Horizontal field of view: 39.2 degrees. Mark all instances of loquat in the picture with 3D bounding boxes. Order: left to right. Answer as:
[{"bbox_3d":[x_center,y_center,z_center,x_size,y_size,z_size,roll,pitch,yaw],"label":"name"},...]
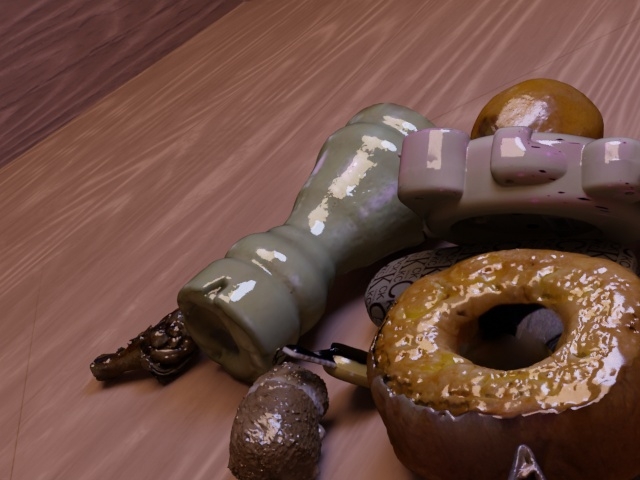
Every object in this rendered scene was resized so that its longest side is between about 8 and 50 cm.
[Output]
[{"bbox_3d":[0.336,-0.162,1.415,0.234,0.176,0.187,-25,9,-15],"label":"loquat"}]

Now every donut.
[{"bbox_3d":[0.208,0.136,0.930,0.317,0.150,0.299,-23,36,7],"label":"donut"}]

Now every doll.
[{"bbox_3d":[-0.052,0.230,1.028,0.105,0.115,0.221,-17,34,22],"label":"doll"}]

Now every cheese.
[{"bbox_3d":[0.024,0.149,1.081,0.086,0.162,0.036,26,93,53],"label":"cheese"}]

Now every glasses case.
[{"bbox_3d":[0.225,0.060,1.156,0.355,0.085,0.137,-6,27,29],"label":"glasses case"}]

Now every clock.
[{"bbox_3d":[0.281,-0.059,1.170,0.309,0.284,0.114,-1,72,29],"label":"clock"}]

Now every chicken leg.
[{"bbox_3d":[-0.251,0.166,1.344,0.196,0.080,0.125,-32,16,-4],"label":"chicken leg"}]

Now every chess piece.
[{"bbox_3d":[0.000,0.000,1.307,0.234,0.234,0.442,9,42,46],"label":"chess piece"}]

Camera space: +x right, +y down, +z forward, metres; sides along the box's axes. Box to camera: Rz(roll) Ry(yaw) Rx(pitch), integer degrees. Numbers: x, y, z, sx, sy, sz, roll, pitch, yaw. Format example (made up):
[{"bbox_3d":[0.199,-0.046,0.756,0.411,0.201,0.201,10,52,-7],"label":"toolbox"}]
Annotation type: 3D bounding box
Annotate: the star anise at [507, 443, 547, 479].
[{"bbox_3d":[0.176,0.291,0.729,0.236,0.109,0.223,14,53,26],"label":"star anise"}]
